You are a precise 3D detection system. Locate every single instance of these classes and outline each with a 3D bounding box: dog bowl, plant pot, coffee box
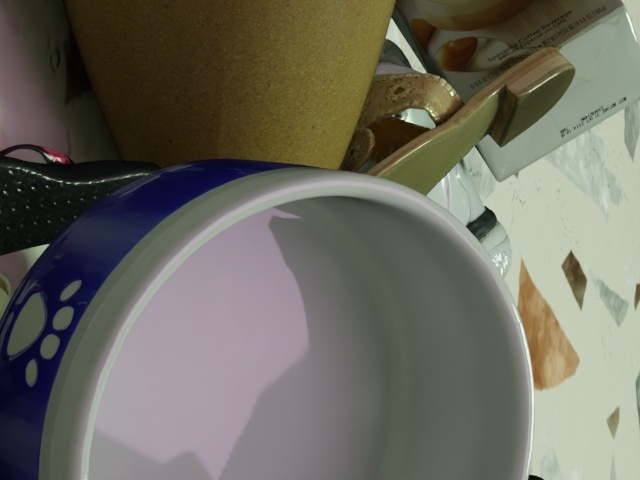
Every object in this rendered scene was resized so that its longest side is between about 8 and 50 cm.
[{"bbox_3d":[-0.028,0.094,0.902,0.265,0.104,0.265,-6,100,-35],"label":"dog bowl"},{"bbox_3d":[-0.054,-0.135,1.153,0.237,0.237,0.254,-47,143,-53],"label":"plant pot"},{"bbox_3d":[0.133,-0.181,1.443,0.098,0.141,0.246,57,3,-46],"label":"coffee box"}]

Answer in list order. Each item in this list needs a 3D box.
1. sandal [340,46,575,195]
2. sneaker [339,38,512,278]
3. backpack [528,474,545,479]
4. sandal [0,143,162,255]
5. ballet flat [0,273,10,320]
[{"bbox_3d":[0.065,-0.082,1.270,0.240,0.079,0.088,-32,158,-31],"label":"sandal"},{"bbox_3d":[0.000,0.000,1.330,0.366,0.137,0.210,-39,114,-49],"label":"sneaker"},{"bbox_3d":[0.227,0.366,1.655,0.355,0.273,0.290,12,76,-40],"label":"backpack"},{"bbox_3d":[-0.166,-0.027,1.081,0.179,0.040,0.067,-2,131,-46],"label":"sandal"},{"bbox_3d":[-0.207,0.015,0.983,0.077,0.077,0.231,-60,140,-45],"label":"ballet flat"}]
